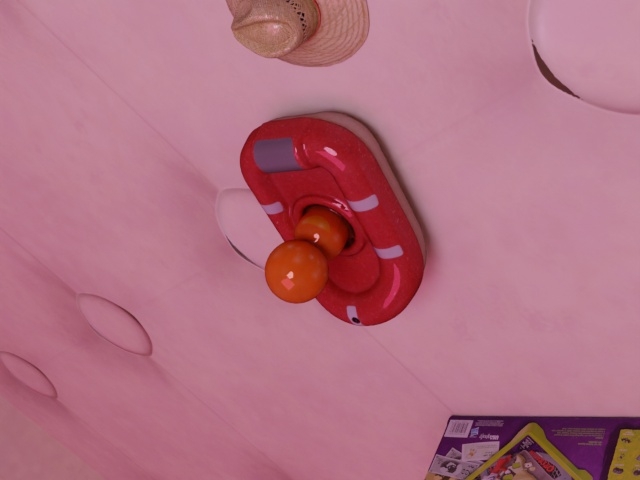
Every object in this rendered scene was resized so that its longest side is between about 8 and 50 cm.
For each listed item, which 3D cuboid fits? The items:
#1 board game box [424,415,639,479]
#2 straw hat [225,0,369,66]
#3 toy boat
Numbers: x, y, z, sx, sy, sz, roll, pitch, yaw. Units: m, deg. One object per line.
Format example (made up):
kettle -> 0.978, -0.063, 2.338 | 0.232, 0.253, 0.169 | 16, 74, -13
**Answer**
board game box -> 0.249, 0.285, 0.910 | 0.347, 0.208, 0.056 | -11, 125, 46
straw hat -> -0.038, -0.184, 0.708 | 0.145, 0.061, 0.144 | 22, 144, 17
toy boat -> 0.000, 0.000, 0.818 | 0.151, 0.151, 0.231 | -1, 132, 40
